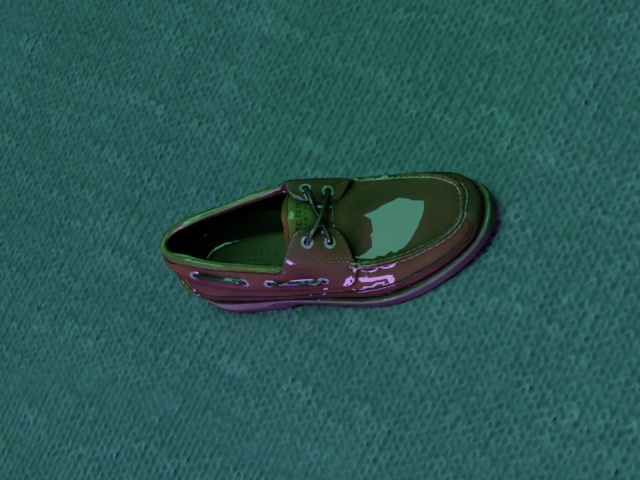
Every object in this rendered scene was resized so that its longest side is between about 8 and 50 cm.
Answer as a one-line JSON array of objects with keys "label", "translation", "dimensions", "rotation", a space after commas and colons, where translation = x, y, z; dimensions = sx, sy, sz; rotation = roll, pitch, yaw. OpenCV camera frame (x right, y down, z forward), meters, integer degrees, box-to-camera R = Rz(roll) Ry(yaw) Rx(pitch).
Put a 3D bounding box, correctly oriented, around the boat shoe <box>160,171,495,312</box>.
[{"label": "boat shoe", "translation": [0.000, 0.000, 1.567], "dimensions": [0.307, 0.104, 0.110], "rotation": [-16, 61, 26]}]
